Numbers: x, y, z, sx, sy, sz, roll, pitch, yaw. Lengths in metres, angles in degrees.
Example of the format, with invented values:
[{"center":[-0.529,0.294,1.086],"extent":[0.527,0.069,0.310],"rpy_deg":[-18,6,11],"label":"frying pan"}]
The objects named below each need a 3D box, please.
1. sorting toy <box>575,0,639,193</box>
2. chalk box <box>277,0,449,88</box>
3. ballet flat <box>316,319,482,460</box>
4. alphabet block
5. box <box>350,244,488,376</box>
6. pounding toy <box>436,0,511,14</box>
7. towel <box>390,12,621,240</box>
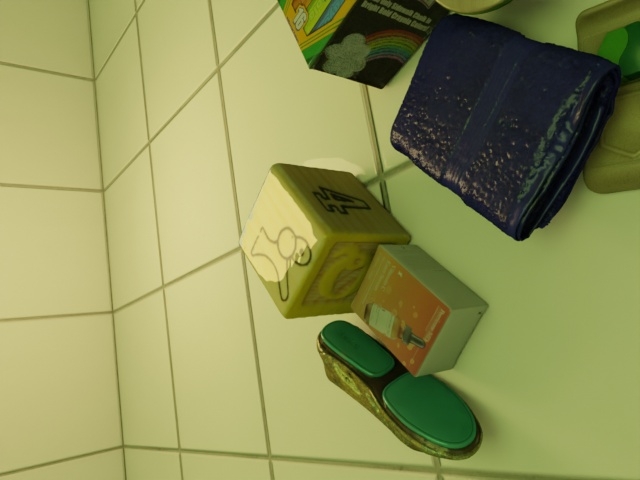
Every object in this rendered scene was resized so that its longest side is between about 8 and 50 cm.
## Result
[{"center":[0.358,-0.174,0.626],"extent":[0.307,0.041,0.229],"rpy_deg":[-7,84,51],"label":"sorting toy"},{"center":[0.094,-0.418,0.848],"extent":[0.289,0.180,0.179],"rpy_deg":[-45,57,39],"label":"chalk box"},{"center":[0.118,0.253,0.876],"extent":[0.348,0.123,0.123],"rpy_deg":[32,113,46],"label":"ballet flat"},{"center":[0.000,0.000,0.946],"extent":[0.197,0.193,0.192],"rpy_deg":[54,130,36],"label":"alphabet block"},{"center":[0.149,0.103,0.841],"extent":[0.170,0.091,0.130],"rpy_deg":[45,122,42],"label":"box"},{"center":[0.245,-0.406,0.690],"extent":[0.183,0.110,0.237],"rpy_deg":[44,123,30],"label":"pounding toy"},{"center":[0.232,-0.167,0.735],"extent":[0.308,0.076,0.228],"rpy_deg":[50,125,47],"label":"towel"}]
